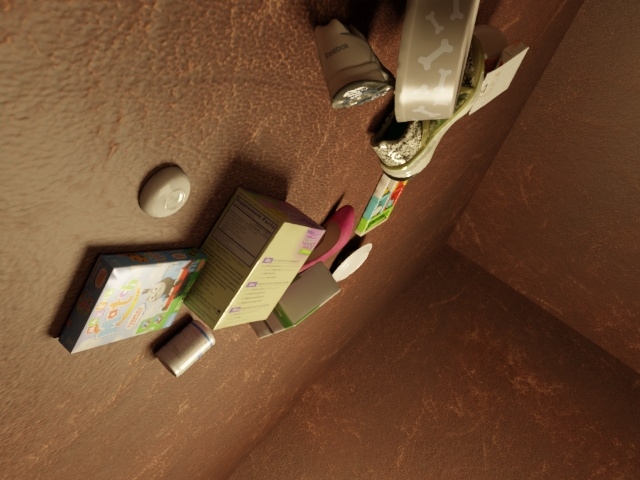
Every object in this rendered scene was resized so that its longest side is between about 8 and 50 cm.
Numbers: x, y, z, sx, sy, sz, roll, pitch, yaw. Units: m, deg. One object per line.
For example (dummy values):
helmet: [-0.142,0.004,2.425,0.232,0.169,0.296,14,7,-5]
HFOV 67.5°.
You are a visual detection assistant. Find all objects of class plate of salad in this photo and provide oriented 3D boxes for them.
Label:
plate of salad: [0.102,0.075,1.690,0.200,0.048,0.199,-38,163,-14]

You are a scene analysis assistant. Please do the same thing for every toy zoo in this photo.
toy zoo: [0.225,-0.160,1.584,0.192,0.030,0.293,-30,151,-50]

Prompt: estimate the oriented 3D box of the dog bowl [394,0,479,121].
dog bowl: [0.223,-0.384,0.869,0.349,0.102,0.348,13,90,-78]

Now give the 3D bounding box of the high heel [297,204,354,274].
high heel: [0.000,0.000,1.292,0.244,0.082,0.117,-52,152,10]

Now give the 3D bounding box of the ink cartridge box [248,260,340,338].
ink cartridge box: [-0.078,0.150,1.184,0.160,0.092,0.219,-34,-179,-35]

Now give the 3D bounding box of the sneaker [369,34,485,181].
sneaker: [0.262,-0.350,1.193,0.182,0.158,0.410,25,97,-53]

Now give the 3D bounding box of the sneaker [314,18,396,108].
sneaker: [0.062,-0.299,0.813,0.111,0.129,0.297,-21,-171,13]

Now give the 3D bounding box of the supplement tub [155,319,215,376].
supplement tub: [-0.282,0.225,1.007,0.107,0.071,0.071,-43,159,-28]

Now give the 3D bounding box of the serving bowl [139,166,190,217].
serving bowl: [-0.221,-0.066,0.699,0.083,0.027,0.083,-45,159,-23]

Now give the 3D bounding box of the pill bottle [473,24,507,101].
pill bottle: [0.446,-0.493,1.374,0.121,0.121,0.216,-48,161,-16]

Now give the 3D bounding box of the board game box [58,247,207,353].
board game box: [-0.296,0.090,0.782,0.160,0.039,0.212,-58,160,15]

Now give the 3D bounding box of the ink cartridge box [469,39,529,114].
ink cartridge box: [0.463,-0.435,1.285,0.179,0.045,0.145,-34,157,-22]

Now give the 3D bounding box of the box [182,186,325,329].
box: [-0.133,0.038,0.954,0.242,0.117,0.214,-55,161,10]
